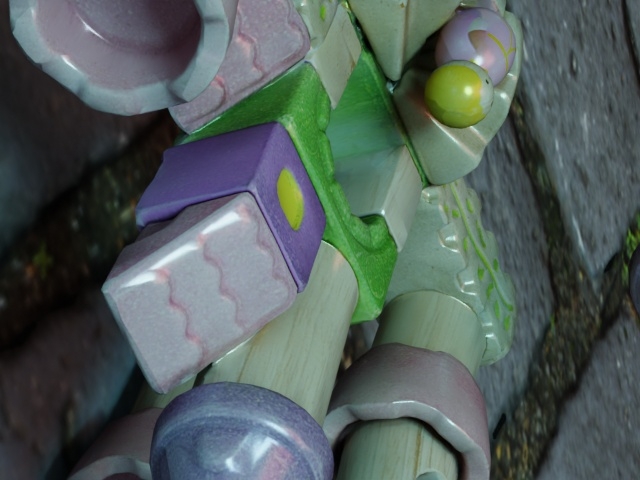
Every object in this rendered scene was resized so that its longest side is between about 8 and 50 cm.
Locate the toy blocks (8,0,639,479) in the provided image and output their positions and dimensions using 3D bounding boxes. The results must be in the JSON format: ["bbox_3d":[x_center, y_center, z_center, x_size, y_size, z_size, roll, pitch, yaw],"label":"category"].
[{"bbox_3d":[0.000,0.000,0.598,0.260,0.309,0.288,-71,142,-54],"label":"toy blocks"}]
